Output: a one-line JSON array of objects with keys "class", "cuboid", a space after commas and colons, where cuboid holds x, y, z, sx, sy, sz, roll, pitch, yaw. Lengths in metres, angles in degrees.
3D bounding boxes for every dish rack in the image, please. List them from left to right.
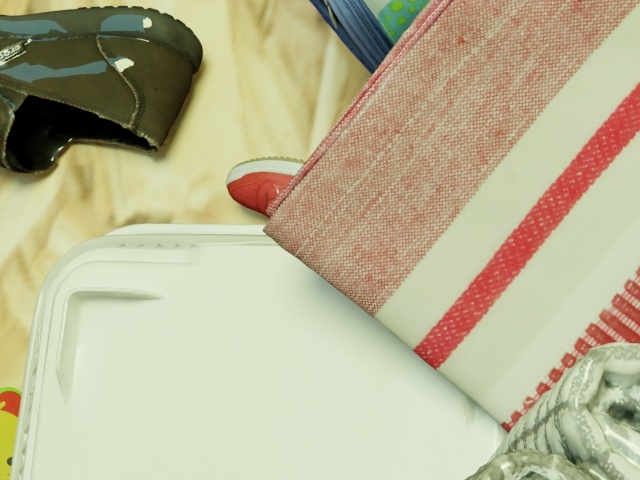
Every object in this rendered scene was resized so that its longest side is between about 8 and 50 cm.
[{"class": "dish rack", "cuboid": [-0.027, 0.148, 0.814, 0.285, 0.072, 0.333, 1, 77, 22]}]

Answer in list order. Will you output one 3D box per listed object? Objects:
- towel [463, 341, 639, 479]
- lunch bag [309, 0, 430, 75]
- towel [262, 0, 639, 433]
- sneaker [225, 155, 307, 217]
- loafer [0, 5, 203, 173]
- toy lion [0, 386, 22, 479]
[{"class": "towel", "cuboid": [0.148, 0.181, 0.621, 0.284, 0.235, 0.121, 43, 72, 10]}, {"class": "lunch bag", "cuboid": [0.043, -0.134, 0.837, 0.090, 0.219, 0.176, -29, 61, 11]}, {"class": "towel", "cuboid": [0.168, 0.012, 0.710, 0.329, 0.037, 0.237, 40, 110, 3]}, {"class": "sneaker", "cuboid": [0.000, 0.000, 0.904, 0.118, 0.042, 0.067, 10, 70, 24]}, {"class": "loafer", "cuboid": [-0.172, -0.076, 0.987, 0.220, 0.080, 0.078, -3, 68, 22]}, {"class": "toy lion", "cuboid": [-0.179, 0.117, 0.918, 0.100, 0.034, 0.096, 4, 69, -14]}]
